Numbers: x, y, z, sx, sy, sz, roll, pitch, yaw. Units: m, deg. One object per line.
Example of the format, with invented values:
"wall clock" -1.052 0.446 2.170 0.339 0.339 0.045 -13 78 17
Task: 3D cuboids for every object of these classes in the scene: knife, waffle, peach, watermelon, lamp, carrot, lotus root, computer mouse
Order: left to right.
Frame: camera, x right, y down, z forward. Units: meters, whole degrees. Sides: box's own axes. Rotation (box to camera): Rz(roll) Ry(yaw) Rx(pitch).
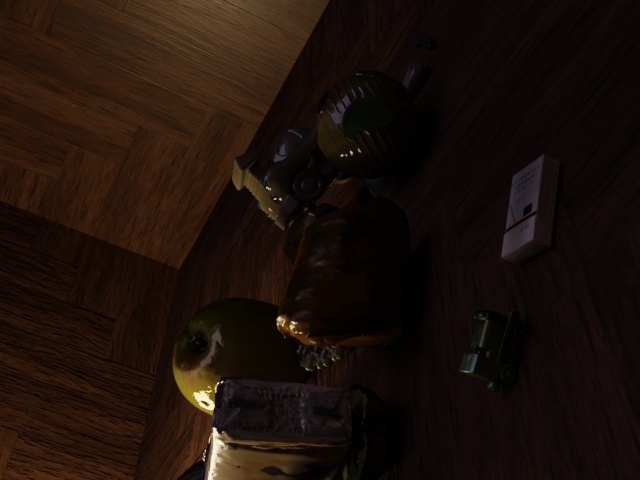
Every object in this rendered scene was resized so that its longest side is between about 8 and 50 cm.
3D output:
"peach" -0.181 0.274 1.979 0.282 0.315 0.314 -60 24 21
"lamp" 0.000 0.000 2.059 0.185 0.161 0.161 134 154 -60
"waffle" 0.011 0.199 1.867 0.169 0.036 0.184 -30 48 30
"carrot" 0.054 0.100 1.615 0.241 0.241 0.341 -46 24 51
"lamp" 0.088 -0.246 1.901 0.284 0.250 0.250 -33 24 7
"lotus root" 0.087 0.349 1.475 0.203 0.077 0.183 -175 93 -80
"watermelon" 0.145 -0.193 2.044 0.094 0.081 0.180 85 -154 -68
"computer mouse" 0.229 -0.392 2.049 0.066 0.039 0.096 -95 24 -58
"knife" 0.258 -0.516 2.163 0.247 0.018 0.035 -109 41 -70

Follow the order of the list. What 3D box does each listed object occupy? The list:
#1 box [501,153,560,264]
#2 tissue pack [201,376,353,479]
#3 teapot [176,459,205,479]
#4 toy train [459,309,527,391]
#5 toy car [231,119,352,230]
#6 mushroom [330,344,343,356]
"box" 0.326 -0.047 1.294 0.084 0.040 0.154 -38 32 57
"tissue pack" -0.088 0.378 1.523 0.344 0.242 0.125 106 168 -50
"teapot" -0.140 0.543 1.789 0.239 0.321 0.240 -42 66 33
"toy train" 0.250 0.154 1.206 0.050 0.081 0.122 -11 60 67
"toy car" -0.038 -0.211 2.126 0.336 0.226 0.242 -47 -4 -16
"mushroom" 0.067 0.158 1.797 0.061 0.060 0.187 32 -99 -62
